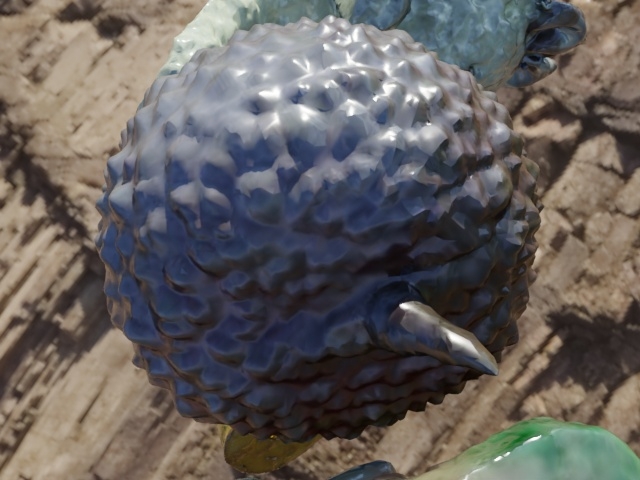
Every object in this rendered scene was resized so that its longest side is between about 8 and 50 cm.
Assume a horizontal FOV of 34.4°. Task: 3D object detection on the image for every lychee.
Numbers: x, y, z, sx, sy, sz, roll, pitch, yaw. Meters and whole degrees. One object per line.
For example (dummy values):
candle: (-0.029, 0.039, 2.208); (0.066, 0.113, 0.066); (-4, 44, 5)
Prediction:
lychee: (0.000, 0.000, 0.378); (0.165, 0.165, 0.197); (-37, 33, 6)

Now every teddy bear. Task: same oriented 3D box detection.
teddy bear: (0.051, -0.148, 1.028); (0.375, 0.362, 0.327); (-64, 5, -29)

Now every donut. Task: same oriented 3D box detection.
donut: (-0.039, 0.151, 0.882); (0.108, 0.097, 0.043); (-26, 49, -11)

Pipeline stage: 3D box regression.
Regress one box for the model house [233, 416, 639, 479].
model house: (0.054, 0.265, 0.569); (0.245, 0.312, 0.280); (-26, -1, -23)
